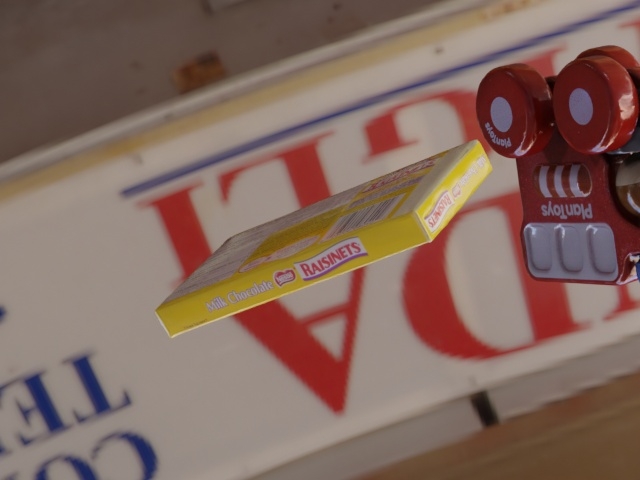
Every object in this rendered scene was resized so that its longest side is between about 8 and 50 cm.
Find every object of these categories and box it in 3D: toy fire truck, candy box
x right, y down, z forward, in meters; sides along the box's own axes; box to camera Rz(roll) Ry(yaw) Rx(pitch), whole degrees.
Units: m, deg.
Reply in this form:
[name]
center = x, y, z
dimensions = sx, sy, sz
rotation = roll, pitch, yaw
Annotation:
[toy fire truck]
center = 0.308, -0.073, 1.838
dimensions = 0.169, 0.254, 0.302
rotation = -14, -171, -31
[candy box]
center = 0.000, 0.000, 1.076
dimensions = 0.206, 0.027, 0.105
rotation = -21, -167, 35
